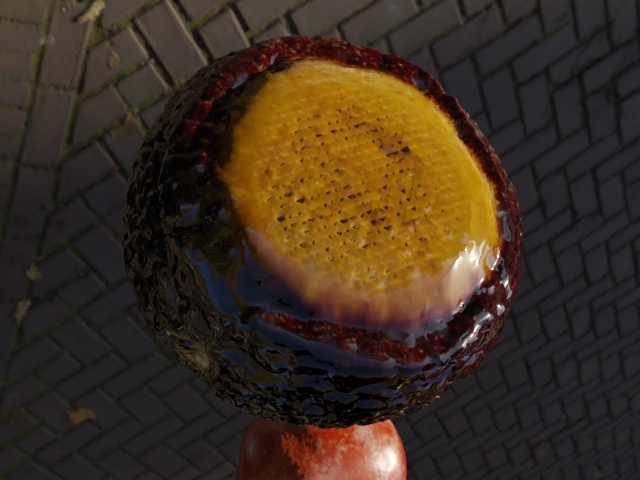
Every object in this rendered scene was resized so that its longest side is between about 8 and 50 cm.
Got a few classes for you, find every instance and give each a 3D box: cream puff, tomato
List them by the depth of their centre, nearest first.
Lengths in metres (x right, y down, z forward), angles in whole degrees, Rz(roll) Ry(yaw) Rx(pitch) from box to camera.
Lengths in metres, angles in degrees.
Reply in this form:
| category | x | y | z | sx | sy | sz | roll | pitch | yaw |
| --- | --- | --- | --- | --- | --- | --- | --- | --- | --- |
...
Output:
| category | x | y | z | sx | sy | sz | roll | pitch | yaw |
| --- | --- | --- | --- | --- | --- | --- | --- | --- | --- |
| cream puff | 0.000 | 0.000 | 0.533 | 0.239 | 0.239 | 0.165 | -7 | 158 | -26 |
| tomato | -0.002 | 0.245 | 0.900 | 0.187 | 0.151 | 0.187 | -27 | 145 | -22 |
